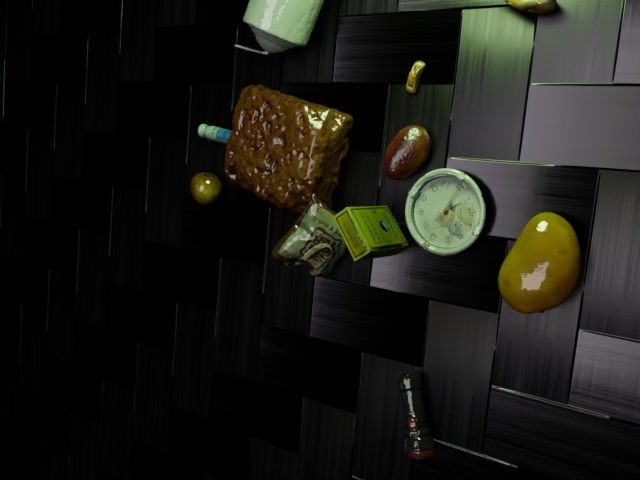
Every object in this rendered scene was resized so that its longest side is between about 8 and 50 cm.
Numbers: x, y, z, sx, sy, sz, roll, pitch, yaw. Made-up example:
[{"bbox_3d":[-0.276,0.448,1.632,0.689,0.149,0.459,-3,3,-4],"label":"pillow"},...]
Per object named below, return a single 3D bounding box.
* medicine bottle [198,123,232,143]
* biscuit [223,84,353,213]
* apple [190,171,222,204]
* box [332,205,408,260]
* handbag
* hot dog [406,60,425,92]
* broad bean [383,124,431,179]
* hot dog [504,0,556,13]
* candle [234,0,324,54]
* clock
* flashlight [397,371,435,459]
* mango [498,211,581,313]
[{"bbox_3d":[-0.336,-0.360,2.180,0.191,0.051,0.051,19,103,31],"label":"medicine bottle"},{"bbox_3d":[-0.117,-0.282,1.972,0.395,0.166,0.342,23,103,32],"label":"biscuit"},{"bbox_3d":[-0.400,-0.180,2.205,0.114,0.099,0.102,29,111,26],"label":"apple"},{"bbox_3d":[0.144,-0.023,1.778,0.064,0.220,0.141,-35,73,30],"label":"box"},{"bbox_3d":[0.000,0.000,1.905,0.235,0.213,0.127,-52,27,22],"label":"handbag"},{"bbox_3d":[0.263,-0.459,1.785,0.030,0.034,0.090,28,107,29],"label":"hot dog"},{"bbox_3d":[0.241,-0.245,1.786,0.114,0.084,0.165,47,110,4],"label":"broad bean"},{"bbox_3d":[0.481,-0.636,1.601,0.242,0.084,0.073,47,120,22],"label":"hot dog"},{"bbox_3d":[-0.103,-0.707,1.910,0.221,0.221,0.342,34,114,27],"label":"candle"},{"bbox_3d":[0.344,-0.078,1.741,0.236,0.053,0.236,1,92,36],"label":"clock"},{"bbox_3d":[0.268,0.494,1.806,0.093,0.093,0.232,-11,86,34],"label":"flashlight"},{"bbox_3d":[0.547,0.064,1.565,0.175,0.139,0.254,31,103,21],"label":"mango"}]
